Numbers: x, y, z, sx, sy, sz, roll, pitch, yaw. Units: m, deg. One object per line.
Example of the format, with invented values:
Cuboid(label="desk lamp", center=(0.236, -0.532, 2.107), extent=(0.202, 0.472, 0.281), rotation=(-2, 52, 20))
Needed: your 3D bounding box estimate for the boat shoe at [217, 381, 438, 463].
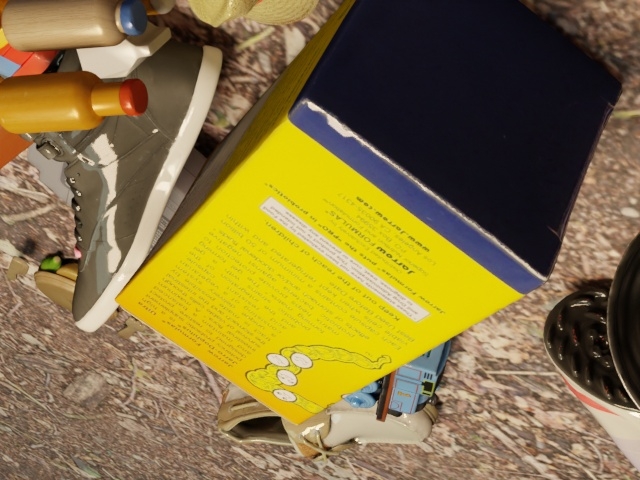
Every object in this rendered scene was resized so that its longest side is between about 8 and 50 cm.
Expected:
Cuboid(label="boat shoe", center=(0.003, 0.220, 1.431), extent=(0.302, 0.103, 0.113), rotation=(2, 141, 40))

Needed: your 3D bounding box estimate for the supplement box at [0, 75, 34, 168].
Cuboid(label="supplement box", center=(-0.392, -0.162, 1.150), extent=(0.233, 0.078, 0.080), rotation=(36, 152, 12))

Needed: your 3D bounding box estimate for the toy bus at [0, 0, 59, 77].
Cuboid(label="toy bus", center=(-0.296, -0.212, 0.984), extent=(0.211, 0.149, 0.220), rotation=(26, 151, -23))

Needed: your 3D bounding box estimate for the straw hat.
Cuboid(label="straw hat", center=(-0.071, -0.196, 0.877), extent=(0.144, 0.061, 0.144), rotation=(21, 150, 13))

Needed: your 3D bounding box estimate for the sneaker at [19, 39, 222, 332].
Cuboid(label="sneaker", center=(-0.204, -0.059, 1.020), extent=(0.147, 0.104, 0.296), rotation=(19, 116, -15))

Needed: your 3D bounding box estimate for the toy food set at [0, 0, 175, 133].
Cuboid(label="toy food set", center=(-0.142, -0.169, 0.847), extent=(0.104, 0.232, 0.111), rotation=(0, 120, 21))

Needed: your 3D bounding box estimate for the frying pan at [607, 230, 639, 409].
Cuboid(label="frying pan", center=(0.365, 0.038, 0.842), extent=(0.053, 0.326, 0.197), rotation=(66, -174, -86))

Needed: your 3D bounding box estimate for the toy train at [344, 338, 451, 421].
Cuboid(label="toy train", center=(0.080, 0.138, 1.263), extent=(0.105, 0.080, 0.184), rotation=(17, 150, 8))

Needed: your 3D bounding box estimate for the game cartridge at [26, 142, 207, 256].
Cuboid(label="game cartridge", center=(-0.165, -0.038, 1.179), extent=(0.297, 0.062, 0.198), rotation=(39, 147, 1))

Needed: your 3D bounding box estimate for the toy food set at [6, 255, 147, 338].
Cuboid(label="toy food set", center=(-0.318, 0.065, 1.547), extent=(0.192, 0.038, 0.132), rotation=(30, 159, -13))

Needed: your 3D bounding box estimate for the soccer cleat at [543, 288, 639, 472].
Cuboid(label="soccer cleat", center=(0.311, 0.174, 0.981), extent=(0.318, 0.108, 0.116), rotation=(53, -175, 35))

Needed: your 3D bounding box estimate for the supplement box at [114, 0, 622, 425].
Cuboid(label="supplement box", center=(0.023, -0.028, 0.889), extent=(0.195, 0.194, 0.356), rotation=(36, 145, -10))
